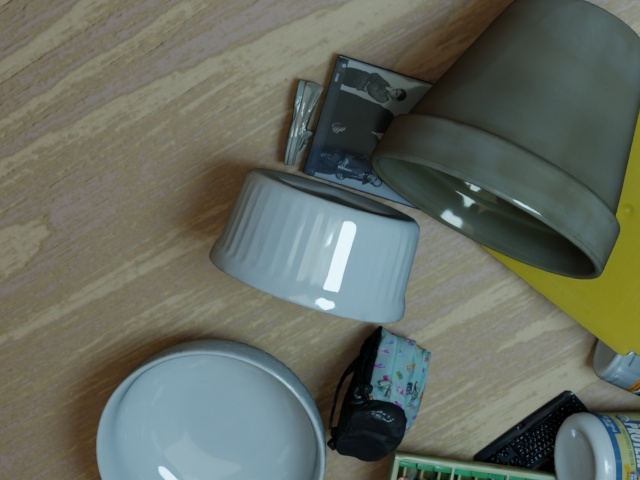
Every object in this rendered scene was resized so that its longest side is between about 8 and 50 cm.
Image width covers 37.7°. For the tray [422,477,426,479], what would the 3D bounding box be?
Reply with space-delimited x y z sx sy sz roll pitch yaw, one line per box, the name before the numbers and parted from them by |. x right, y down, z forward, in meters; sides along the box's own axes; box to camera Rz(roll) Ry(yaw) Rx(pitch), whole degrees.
tray | 0.249 0.555 1.498 0.411 0.076 0.203 41 104 -7

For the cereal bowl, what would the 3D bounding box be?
cereal bowl | -0.157 0.297 1.426 0.339 0.141 0.338 1 105 4

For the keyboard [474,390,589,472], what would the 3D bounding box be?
keyboard | 0.339 0.323 1.448 0.192 0.038 0.100 -40 99 14

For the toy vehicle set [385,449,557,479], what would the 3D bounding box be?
toy vehicle set | 0.222 0.415 1.407 0.267 0.035 0.165 9 90 -7

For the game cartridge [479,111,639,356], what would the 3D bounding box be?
game cartridge | 0.421 -0.038 1.282 0.285 0.053 0.323 41 108 22

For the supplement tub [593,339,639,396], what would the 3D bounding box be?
supplement tub | 0.504 0.181 1.356 0.191 0.117 0.117 23 105 -1

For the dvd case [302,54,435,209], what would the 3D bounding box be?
dvd case | 0.113 -0.146 1.346 0.239 0.029 0.179 17 105 -1

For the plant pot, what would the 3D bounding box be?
plant pot | 0.267 -0.144 1.191 0.323 0.323 0.280 30 83 -4

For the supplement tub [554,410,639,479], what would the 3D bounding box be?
supplement tub | 0.460 0.320 1.366 0.200 0.144 0.144 1 106 -14

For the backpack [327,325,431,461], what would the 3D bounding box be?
backpack | 0.092 0.220 1.371 0.115 0.182 0.152 26 137 -5

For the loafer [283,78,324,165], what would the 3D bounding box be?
loafer | -0.025 -0.166 1.345 0.039 0.045 0.125 10 103 -5

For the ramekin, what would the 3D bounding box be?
ramekin | 0.000 0.000 1.273 0.277 0.277 0.135 17 98 0
